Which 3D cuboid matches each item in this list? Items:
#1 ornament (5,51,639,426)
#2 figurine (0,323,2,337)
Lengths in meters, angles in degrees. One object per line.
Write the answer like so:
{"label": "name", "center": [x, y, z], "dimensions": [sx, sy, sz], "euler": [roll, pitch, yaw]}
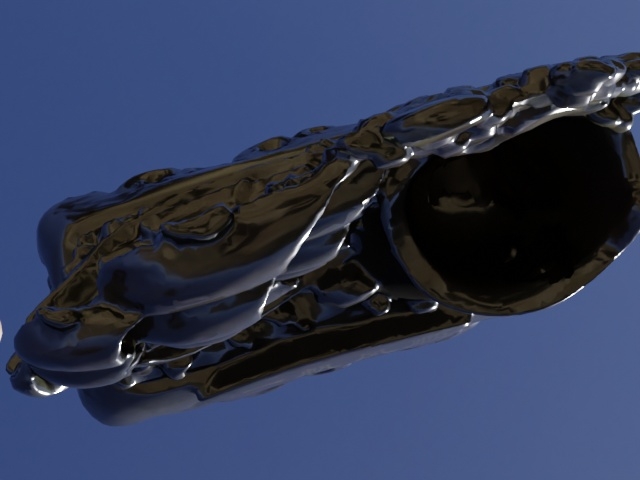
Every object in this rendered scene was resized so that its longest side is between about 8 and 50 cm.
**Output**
{"label": "ornament", "center": [0.000, 0.000, 0.659], "dimensions": [0.251, 0.260, 0.106], "euler": [-17, -92, -1]}
{"label": "figurine", "center": [-0.102, 0.067, 0.236], "dimensions": [0.137, 0.112, 0.229], "euler": [13, -113, -47]}
